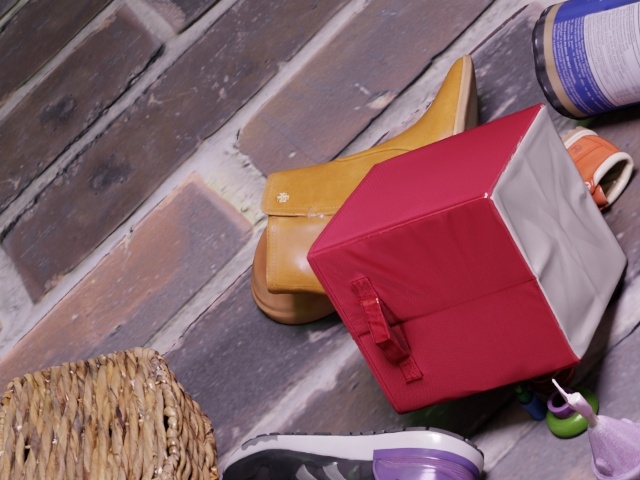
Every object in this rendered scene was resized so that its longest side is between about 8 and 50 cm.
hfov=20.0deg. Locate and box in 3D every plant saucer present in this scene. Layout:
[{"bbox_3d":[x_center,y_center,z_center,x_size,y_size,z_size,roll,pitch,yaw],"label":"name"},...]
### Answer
[{"bbox_3d":[0.000,0.000,1.981,0.200,0.037,0.200,-27,38,23],"label":"plant saucer"}]

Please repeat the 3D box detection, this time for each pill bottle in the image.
[{"bbox_3d":[0.327,-0.196,1.775,0.219,0.123,0.122,-12,46,38],"label":"pill bottle"}]

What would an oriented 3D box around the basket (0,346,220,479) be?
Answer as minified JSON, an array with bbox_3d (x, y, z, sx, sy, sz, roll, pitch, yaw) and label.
[{"bbox_3d":[-0.189,0.283,1.763,0.214,0.223,0.299,-15,41,15],"label":"basket"}]

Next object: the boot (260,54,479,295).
[{"bbox_3d":[0.050,-0.073,1.893,0.211,0.104,0.295,2,59,16],"label":"boot"}]

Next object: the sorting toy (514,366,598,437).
[{"bbox_3d":[0.205,0.131,1.628,0.061,0.042,0.102,-37,35,11],"label":"sorting toy"}]

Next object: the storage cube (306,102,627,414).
[{"bbox_3d":[0.137,0.018,1.650,0.193,0.183,0.215,-19,19,31],"label":"storage cube"}]

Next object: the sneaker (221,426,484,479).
[{"bbox_3d":[0.010,0.247,1.659,0.283,0.107,0.124,-11,52,39],"label":"sneaker"}]

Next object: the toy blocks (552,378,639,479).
[{"bbox_3d":[0.284,0.243,1.239,0.309,0.260,0.288,-45,35,-2],"label":"toy blocks"}]

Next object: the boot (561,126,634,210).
[{"bbox_3d":[0.234,-0.039,1.766,0.158,0.059,0.085,-48,39,-7],"label":"boot"}]
